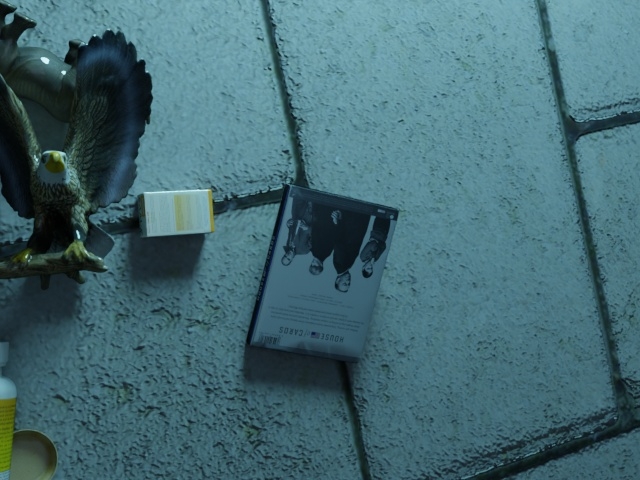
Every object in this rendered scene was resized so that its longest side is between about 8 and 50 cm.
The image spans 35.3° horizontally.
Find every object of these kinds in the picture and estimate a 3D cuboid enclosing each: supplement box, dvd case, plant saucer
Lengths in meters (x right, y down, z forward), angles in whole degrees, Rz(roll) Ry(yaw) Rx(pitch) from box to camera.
[{"bbox_3d":[-0.200,-0.037,1.395,0.099,0.036,0.062,-3,89,-25],"label":"supplement box"},{"bbox_3d":[0.004,0.051,1.462,0.179,0.029,0.238,12,96,-23],"label":"dvd case"},{"bbox_3d":[-0.385,0.287,1.309,0.083,0.015,0.083,1,88,-24],"label":"plant saucer"}]

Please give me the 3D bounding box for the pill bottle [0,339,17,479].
[{"bbox_3d":[-0.436,0.225,1.233,0.118,0.118,0.208,5,85,-24],"label":"pill bottle"}]

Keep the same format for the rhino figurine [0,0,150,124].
[{"bbox_3d":[-0.333,-0.211,1.320,0.243,0.073,0.106,27,100,-22],"label":"rhino figurine"}]

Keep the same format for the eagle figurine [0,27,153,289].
[{"bbox_3d":[-0.330,-0.099,1.245,0.226,0.225,0.298,9,71,-46],"label":"eagle figurine"}]
